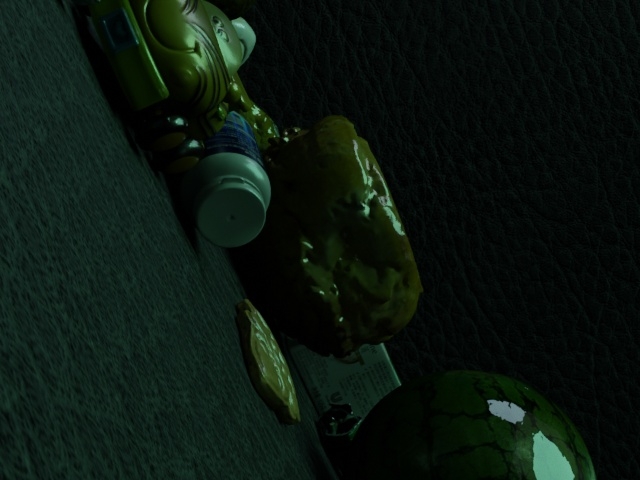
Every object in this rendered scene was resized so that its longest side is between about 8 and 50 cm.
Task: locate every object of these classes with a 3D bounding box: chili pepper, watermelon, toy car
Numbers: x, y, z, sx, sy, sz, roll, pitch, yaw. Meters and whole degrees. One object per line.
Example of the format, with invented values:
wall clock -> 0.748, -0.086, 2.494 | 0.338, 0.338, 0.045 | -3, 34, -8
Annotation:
chili pepper -> 0.059, 0.350, 2.235 | 0.088, 0.059, 0.227 | 44, -23, 61
watermelon -> 0.194, 0.344, 1.973 | 0.363, 0.363, 0.363 | -24, 90, -88
toy car -> -0.154, -0.193, 1.641 | 0.248, 0.142, 0.200 | 64, 2, -76

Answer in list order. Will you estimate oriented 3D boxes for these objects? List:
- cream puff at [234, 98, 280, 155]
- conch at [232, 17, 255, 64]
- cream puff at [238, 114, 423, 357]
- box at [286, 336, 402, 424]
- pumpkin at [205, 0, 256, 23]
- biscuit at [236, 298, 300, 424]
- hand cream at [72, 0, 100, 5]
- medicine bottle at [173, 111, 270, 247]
cream puff -> -0.137, -0.165, 2.320 | 0.146, 0.116, 0.146 | 41, -1, 1
conch -> -0.211, -0.335, 2.432 | 0.158, 0.127, 0.255 | 23, 10, -42
cream puff -> 0.000, 0.000, 2.137 | 0.343, 0.231, 0.327 | 70, 2, -52
box -> 0.045, 0.206, 2.315 | 0.081, 0.135, 0.199 | -109, 176, -70
pumpkin -> -0.180, -0.353, 2.059 | 0.222, 0.139, 0.317 | 50, -6, -15
biscuit -> -0.062, 0.149, 1.814 | 0.162, 0.035, 0.250 | 62, 4, -2
hand cream -> -0.260, -0.289, 1.428 | 0.205, 0.050, 0.078 | 51, 20, -66
medicine bottle -> -0.116, -0.073, 1.764 | 0.191, 0.107, 0.107 | -109, 175, -58
